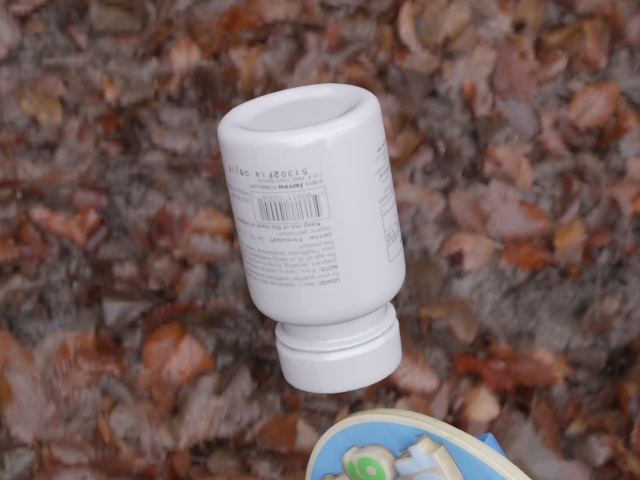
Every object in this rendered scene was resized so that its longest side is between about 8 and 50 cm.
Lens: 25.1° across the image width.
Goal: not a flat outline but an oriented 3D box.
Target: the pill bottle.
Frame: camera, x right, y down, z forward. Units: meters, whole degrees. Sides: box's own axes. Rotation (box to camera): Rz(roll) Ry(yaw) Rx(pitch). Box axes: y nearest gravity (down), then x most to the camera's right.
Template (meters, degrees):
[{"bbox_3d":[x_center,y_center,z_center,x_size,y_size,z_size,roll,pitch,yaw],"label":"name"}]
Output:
[{"bbox_3d":[0.000,0.000,1.163,0.131,0.229,0.131,-9,22,4],"label":"pill bottle"}]

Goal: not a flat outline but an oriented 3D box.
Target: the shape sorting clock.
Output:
[{"bbox_3d":[0.067,0.174,0.696,0.206,0.206,0.040,43,48,17],"label":"shape sorting clock"}]
